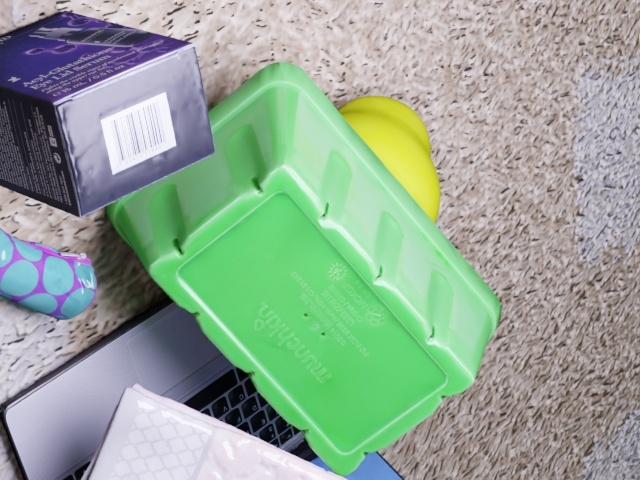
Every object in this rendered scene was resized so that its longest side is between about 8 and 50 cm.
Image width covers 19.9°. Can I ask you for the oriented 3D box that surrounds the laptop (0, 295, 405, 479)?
[{"bbox_3d":[-0.057,0.266,1.858,0.382,0.236,0.408,-34,125,-31],"label":"laptop"}]

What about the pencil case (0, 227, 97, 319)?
[{"bbox_3d":[-0.280,0.021,1.688,0.152,0.064,0.070,25,102,-45],"label":"pencil case"}]

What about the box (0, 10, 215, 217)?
[{"bbox_3d":[-0.218,-0.116,1.599,0.153,0.207,0.108,-29,122,-34],"label":"box"}]

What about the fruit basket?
[{"bbox_3d":[0.000,0.000,1.827,0.283,0.392,0.392,-37,134,12],"label":"fruit basket"}]

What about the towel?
[{"bbox_3d":[-0.108,0.341,1.696,0.053,0.317,0.332,97,18,-87],"label":"towel"}]
